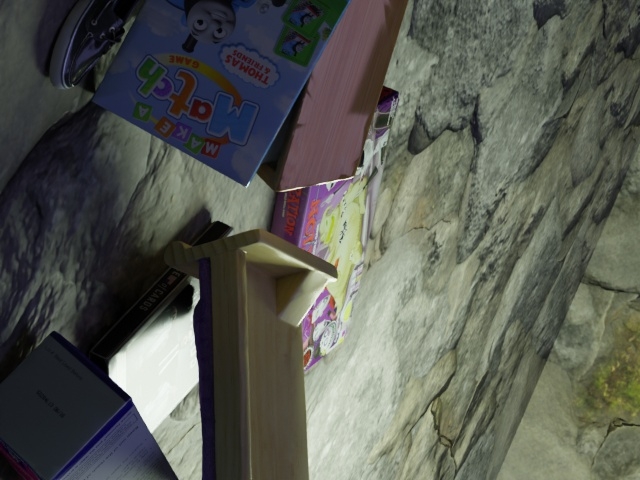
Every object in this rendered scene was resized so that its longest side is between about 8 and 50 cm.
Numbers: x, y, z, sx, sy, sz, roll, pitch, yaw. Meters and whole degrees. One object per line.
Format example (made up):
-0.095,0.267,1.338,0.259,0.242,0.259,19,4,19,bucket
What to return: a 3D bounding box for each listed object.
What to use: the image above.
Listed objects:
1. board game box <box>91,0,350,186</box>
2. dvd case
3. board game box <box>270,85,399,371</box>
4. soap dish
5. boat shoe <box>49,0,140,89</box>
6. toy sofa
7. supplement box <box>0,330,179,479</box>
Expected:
-0.082,-0.177,1.749,0.211,0.160,0.039,-61,-178,12,board game box
-0.164,0.113,2.081,0.238,0.029,0.179,-48,152,-41,dvd case
0.000,0.000,2.352,0.208,0.056,0.347,-31,140,-51,board game box
-0.007,-0.206,1.876,0.229,0.118,0.291,-135,-121,-66,soap dish
-0.186,-0.190,1.701,0.142,0.040,0.049,-63,159,-12,boat shoe
-0.084,0.185,1.934,0.150,0.177,0.362,27,55,-52,toy sofa
-0.225,0.198,1.869,0.114,0.111,0.220,-46,153,-13,supplement box
